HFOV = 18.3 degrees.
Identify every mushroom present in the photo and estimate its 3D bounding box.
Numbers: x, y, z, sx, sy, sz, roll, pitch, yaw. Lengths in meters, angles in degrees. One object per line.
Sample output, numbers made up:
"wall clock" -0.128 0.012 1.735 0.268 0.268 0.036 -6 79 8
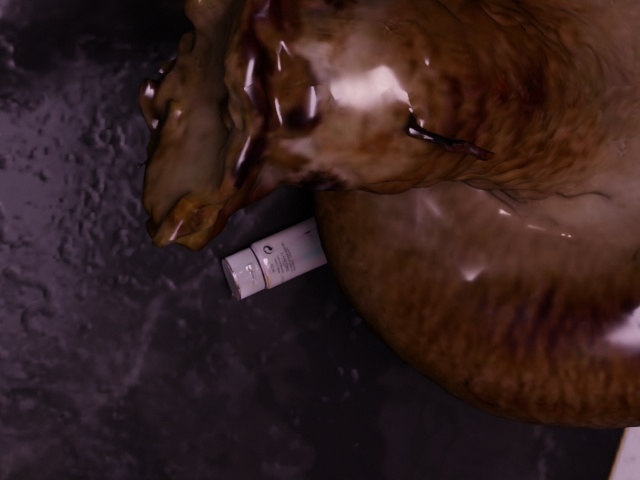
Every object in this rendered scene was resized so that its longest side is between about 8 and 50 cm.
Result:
"mushroom" 0.123 -0.090 0.983 0.334 0.356 0.331 9 74 15

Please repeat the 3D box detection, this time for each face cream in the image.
"face cream" 0.000 0.000 1.113 0.115 0.020 0.038 -24 109 -16
